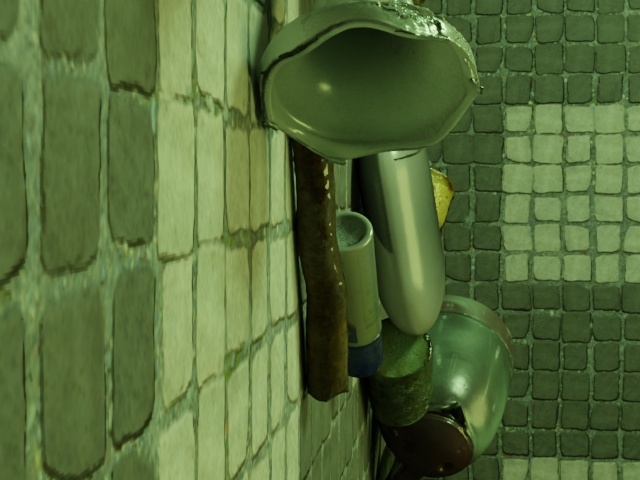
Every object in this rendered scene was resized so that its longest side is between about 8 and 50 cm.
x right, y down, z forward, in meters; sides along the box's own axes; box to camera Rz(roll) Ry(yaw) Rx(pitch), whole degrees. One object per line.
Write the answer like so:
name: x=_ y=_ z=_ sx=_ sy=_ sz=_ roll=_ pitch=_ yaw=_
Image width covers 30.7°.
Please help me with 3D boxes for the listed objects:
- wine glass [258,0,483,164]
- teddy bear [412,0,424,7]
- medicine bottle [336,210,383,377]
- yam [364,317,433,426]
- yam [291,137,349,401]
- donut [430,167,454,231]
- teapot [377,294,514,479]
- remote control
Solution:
wine glass: x=0.034 y=-0.181 z=0.892 sx=0.165 sy=0.165 sz=0.196 roll=78 pitch=11 yaw=-60
teddy bear: x=0.076 y=-0.348 z=1.206 sx=0.267 sy=0.156 sz=0.256 roll=-102 pitch=-175 yaw=-48
medicine bottle: x=0.036 y=0.065 z=1.284 sx=0.231 sy=0.059 sz=0.059 roll=82 pitch=11 yaw=-48
yam: x=0.118 y=0.207 z=1.765 sx=0.194 sy=0.107 sz=0.107 roll=82 pitch=11 yaw=-55
yam: x=0.000 y=0.000 z=1.064 sx=0.045 sy=0.045 sz=0.326 roll=-125 pitch=-151 yaw=-62
donut: x=0.139 y=-0.053 z=1.865 sx=0.217 sy=0.141 sz=0.085 roll=62 pitch=36 yaw=-66
teapot: x=0.183 y=0.298 z=1.996 sx=0.315 sy=0.233 sz=0.312 roll=-61 pitch=-177 yaw=34
remote control: x=0.116 y=-0.029 z=1.652 sx=0.221 sy=0.103 sz=0.332 roll=-37 pitch=120 yaw=-76
